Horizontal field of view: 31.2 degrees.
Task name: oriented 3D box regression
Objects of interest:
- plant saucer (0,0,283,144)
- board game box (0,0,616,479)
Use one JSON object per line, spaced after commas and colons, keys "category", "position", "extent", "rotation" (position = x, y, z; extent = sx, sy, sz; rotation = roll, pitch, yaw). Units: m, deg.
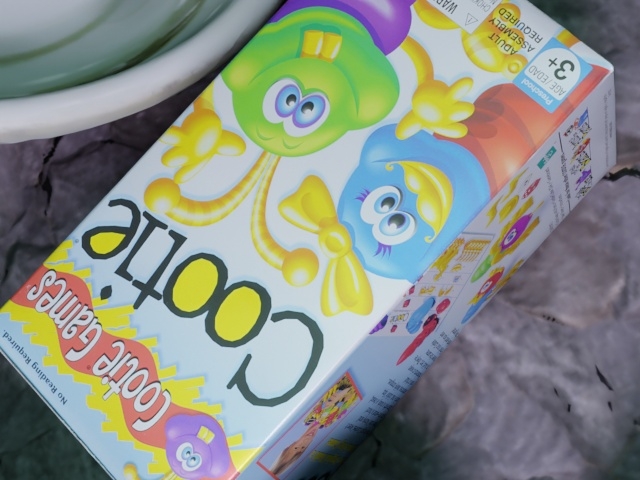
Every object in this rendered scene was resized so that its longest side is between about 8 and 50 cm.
{"category": "plant saucer", "position": [-0.205, -0.203, 0.668], "extent": [0.400, 0.100, 0.401], "rotation": [6, 60, -10]}
{"category": "board game box", "position": [0.000, 0.000, 0.567], "extent": [0.142, 0.144, 0.275], "rotation": [42, 89, 20]}
